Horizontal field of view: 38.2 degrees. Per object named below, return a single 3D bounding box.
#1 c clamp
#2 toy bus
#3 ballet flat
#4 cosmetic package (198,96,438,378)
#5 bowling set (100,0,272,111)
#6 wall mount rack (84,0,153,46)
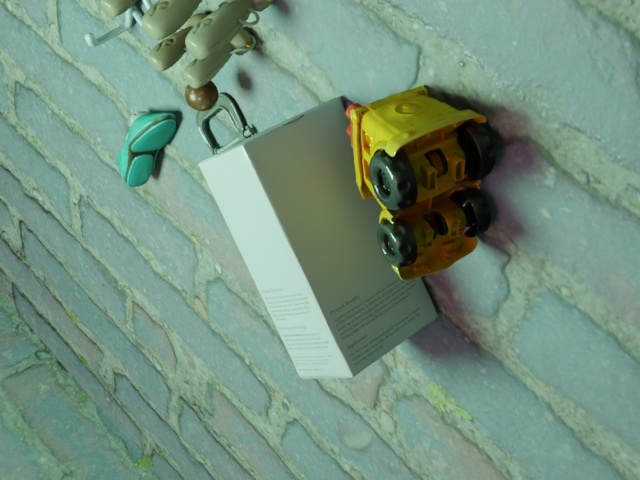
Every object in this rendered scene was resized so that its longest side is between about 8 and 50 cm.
[{"bbox_3d":[-0.163,-0.183,1.600,0.160,0.022,0.137,-13,105,55],"label":"c clamp"},{"bbox_3d":[0.108,-0.090,1.220,0.211,0.149,0.220,43,149,45],"label":"toy bus"},{"bbox_3d":[-0.346,-0.197,1.785,0.087,0.083,0.247,65,147,17],"label":"ballet flat"},{"bbox_3d":[0.000,0.000,1.371,0.155,0.197,0.366,-15,102,57],"label":"cosmetic package"},{"bbox_3d":[-0.189,-0.321,1.451,0.287,0.154,0.200,33,157,33],"label":"bowling set"},{"bbox_3d":[-0.411,-0.488,1.550,0.350,0.130,0.304,54,163,7],"label":"wall mount rack"}]
